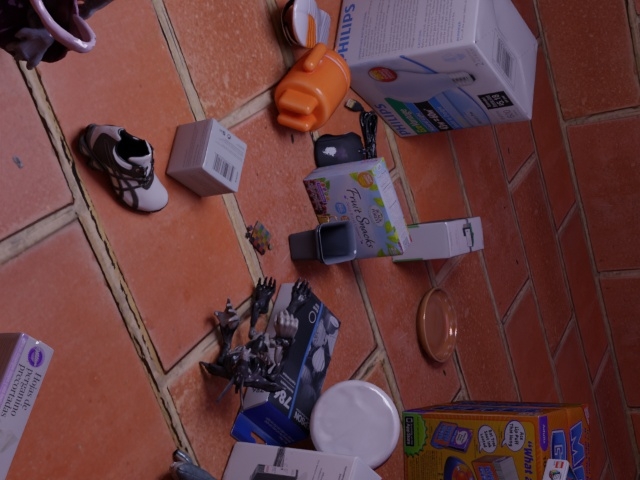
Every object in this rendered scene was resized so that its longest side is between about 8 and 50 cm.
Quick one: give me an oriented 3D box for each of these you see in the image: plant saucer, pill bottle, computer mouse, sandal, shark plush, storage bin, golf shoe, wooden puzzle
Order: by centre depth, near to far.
[{"bbox_3d":[-0.293,-0.110,1.364,0.198,0.093,0.077,46,48,-45],"label":"golf shoe"},{"bbox_3d":[-0.194,0.414,1.436,0.161,0.067,0.073,46,51,-25],"label":"shark plush"},{"bbox_3d":[-0.118,-0.005,1.687,0.083,0.006,0.049,52,45,-39],"label":"wooden puzzle"},{"bbox_3d":[0.070,0.374,1.691,0.301,0.169,0.169,77,18,-73],"label":"pill bottle"},{"bbox_3d":[0.000,0.000,1.788,0.135,0.091,0.098,-10,94,-57],"label":"storage bin"},{"bbox_3d":[-0.042,-0.454,1.819,0.265,0.076,0.102,-17,116,-76],"label":"sandal"},{"bbox_3d":[0.076,-0.238,1.965,0.262,0.060,0.184,-2,88,-57],"label":"computer mouse"},{"bbox_3d":[0.304,0.221,2.261,0.200,0.037,0.200,14,73,-55],"label":"plant saucer"}]

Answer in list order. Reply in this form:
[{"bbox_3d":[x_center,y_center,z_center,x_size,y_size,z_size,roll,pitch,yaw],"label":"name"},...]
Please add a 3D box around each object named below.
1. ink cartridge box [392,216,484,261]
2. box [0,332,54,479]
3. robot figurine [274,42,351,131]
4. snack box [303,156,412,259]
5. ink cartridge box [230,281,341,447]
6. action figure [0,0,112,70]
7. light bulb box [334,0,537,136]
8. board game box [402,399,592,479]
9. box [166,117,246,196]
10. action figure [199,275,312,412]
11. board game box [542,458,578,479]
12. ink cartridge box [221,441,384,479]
[{"bbox_3d":[0.298,-0.004,2.175,0.219,0.160,0.093,-10,94,-57],"label":"ink cartridge box"},{"bbox_3d":[-0.441,0.278,1.110,0.063,0.067,0.324,44,50,-45],"label":"box"},{"bbox_3d":[-0.015,-0.314,1.783,0.158,0.128,0.219,55,44,-26],"label":"robot figurine"},{"bbox_3d":[0.081,-0.064,1.844,0.070,0.174,0.207,-50,127,-48],"label":"snack box"},{"bbox_3d":[-0.060,0.263,1.688,0.165,0.065,0.333,49,48,-42],"label":"ink cartridge box"},{"bbox_3d":[-0.351,-0.426,1.186,0.370,0.275,0.248,-54,123,-28],"label":"action figure"},{"bbox_3d":[0.275,-0.436,2.022,0.358,0.360,0.225,34,60,-49],"label":"light bulb box"},{"bbox_3d":[0.448,0.592,2.134,0.356,0.356,0.357,8,79,-55],"label":"board game box"},{"bbox_3d":[-0.199,-0.144,1.513,0.101,0.087,0.102,36,56,-49],"label":"box"},{"bbox_3d":[-0.114,0.167,1.539,0.276,0.164,0.141,-65,162,-49],"label":"action figure"},{"bbox_3d":[0.556,0.659,1.920,0.305,0.053,0.193,58,44,-32],"label":"board game box"},{"bbox_3d":[-0.018,0.461,1.535,0.197,0.272,0.114,49,51,-41],"label":"ink cartridge box"}]
